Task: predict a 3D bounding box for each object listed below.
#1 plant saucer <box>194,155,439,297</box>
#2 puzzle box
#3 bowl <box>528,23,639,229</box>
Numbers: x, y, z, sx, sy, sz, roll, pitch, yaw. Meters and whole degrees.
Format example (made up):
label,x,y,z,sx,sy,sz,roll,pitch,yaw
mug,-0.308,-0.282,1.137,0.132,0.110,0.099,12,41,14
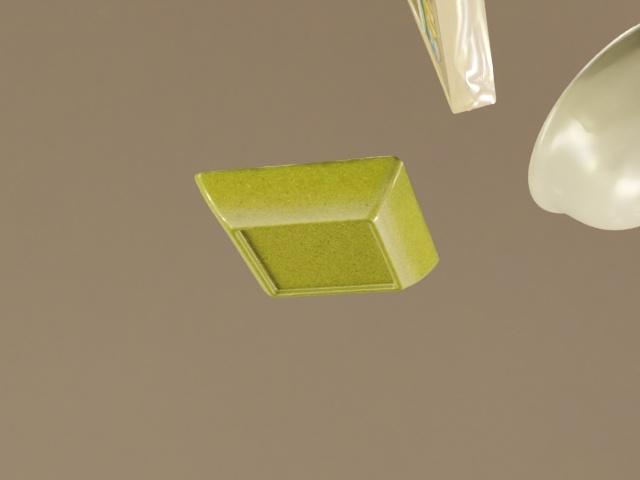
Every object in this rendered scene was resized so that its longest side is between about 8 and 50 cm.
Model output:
label,x,y,z,sx,sy,sz,roll,pitch,yaw
plant saucer,0.000,0.000,1.043,0.188,0.188,0.045,-4,-121,16
puzzle box,0.103,-0.363,1.182,0.052,0.409,0.272,-16,-131,1
bowl,0.406,-0.115,1.381,0.297,0.298,0.134,-24,-128,-24
